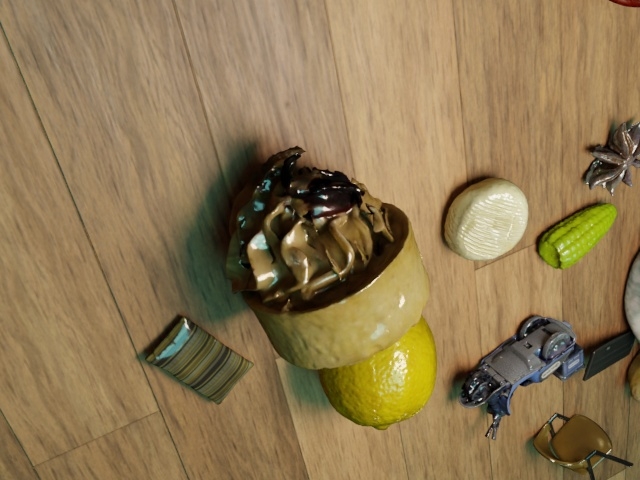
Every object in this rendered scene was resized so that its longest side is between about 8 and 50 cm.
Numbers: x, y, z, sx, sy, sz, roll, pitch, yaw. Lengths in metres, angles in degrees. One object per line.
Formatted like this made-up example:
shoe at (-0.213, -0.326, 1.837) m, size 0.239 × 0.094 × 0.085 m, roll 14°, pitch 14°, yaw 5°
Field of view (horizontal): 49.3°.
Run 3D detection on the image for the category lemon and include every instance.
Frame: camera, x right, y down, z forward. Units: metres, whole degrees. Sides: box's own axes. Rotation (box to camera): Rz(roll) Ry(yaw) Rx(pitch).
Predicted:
lemon at (0.115, 0.241, 1.400) m, size 0.267 × 0.267 × 0.267 m, roll -11°, pitch 118°, yaw -22°

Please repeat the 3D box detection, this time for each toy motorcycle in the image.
toy motorcycle at (0.491, 0.329, 1.710) m, size 0.359 × 0.125 × 0.212 m, roll -30°, pitch 128°, yaw -15°

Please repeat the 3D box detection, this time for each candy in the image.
candy at (0.605, -0.019, 1.618) m, size 0.209 × 0.097 × 0.096 m, roll -35°, pitch 125°, yaw -10°

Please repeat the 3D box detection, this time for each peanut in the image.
peanut at (0.946, 0.349, 1.954) m, size 0.236 × 0.120 × 0.110 m, roll -63°, pitch 162°, yaw 5°

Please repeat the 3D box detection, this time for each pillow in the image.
pillow at (-0.230, 0.235, 1.349) m, size 0.113 × 0.038 × 0.203 m, roll -48°, pitch 126°, yaw -3°

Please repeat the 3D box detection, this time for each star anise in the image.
star anise at (0.679, -0.194, 1.584) m, size 0.181 × 0.061 × 0.204 m, roll 33°, pitch 100°, yaw -40°

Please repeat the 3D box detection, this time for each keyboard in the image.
keyboard at (0.742, 0.309, 1.819) m, size 0.381 × 0.041 × 0.103 m, roll -15°, pitch 122°, yaw -49°

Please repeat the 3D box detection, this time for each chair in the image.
chair at (0.711, 0.575, 1.923) m, size 0.172 × 0.159 × 0.247 m, roll -44°, pitch 126°, yaw 1°

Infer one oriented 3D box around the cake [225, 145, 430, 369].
cake at (-0.004, 0.005, 1.186) m, size 0.332 × 0.332 × 0.321 m, roll -32°, pitch 119°, yaw -10°

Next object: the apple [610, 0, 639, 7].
apple at (0.591, -0.545, 1.274) m, size 0.218 × 0.218 × 0.201 m, roll 28°, pitch 98°, yaw -34°

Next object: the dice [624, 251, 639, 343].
dice at (1.011, 0.147, 1.751) m, size 0.328 × 0.348 × 0.330 m, roll -16°, pitch 121°, yaw -22°

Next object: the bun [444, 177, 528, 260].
bun at (0.346, -0.046, 1.468) m, size 0.164 × 0.111 × 0.188 m, roll 10°, pitch 113°, yaw -12°
